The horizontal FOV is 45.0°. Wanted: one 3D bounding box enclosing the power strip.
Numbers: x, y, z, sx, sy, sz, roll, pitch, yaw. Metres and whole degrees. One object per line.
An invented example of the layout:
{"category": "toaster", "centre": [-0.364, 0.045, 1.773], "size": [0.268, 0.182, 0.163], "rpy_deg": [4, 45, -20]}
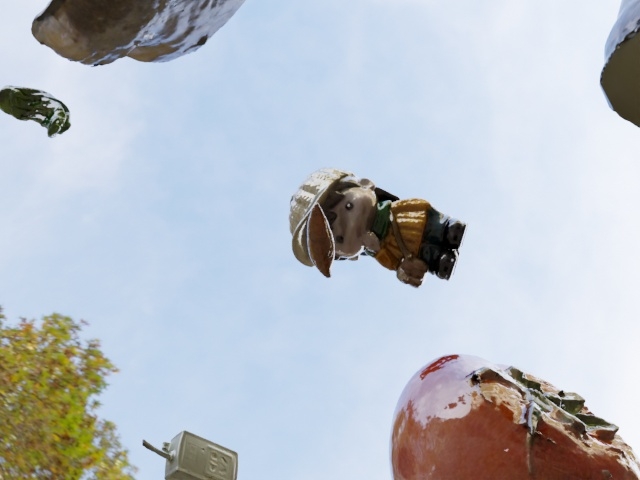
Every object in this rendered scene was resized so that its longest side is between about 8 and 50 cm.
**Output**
{"category": "power strip", "centre": [-0.199, 0.339, 1.184], "size": [0.175, 0.042, 0.075], "rpy_deg": [31, -143, -27]}

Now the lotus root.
{"category": "lotus root", "centre": [-0.058, -0.207, 0.507], "size": [0.078, 0.329, 0.167], "rpy_deg": [52, -137, -8]}

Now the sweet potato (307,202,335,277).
{"category": "sweet potato", "centre": [0.000, 0.000, 0.943], "size": [0.034, 0.034, 0.095], "rpy_deg": [-13, -79, -33]}

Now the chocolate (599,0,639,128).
{"category": "chocolate", "centre": [0.477, -0.260, 0.895], "size": [0.283, 0.283, 0.186], "rpy_deg": [28, -112, -29]}

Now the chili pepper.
{"category": "chili pepper", "centre": [-0.249, -0.115, 0.679], "size": [0.034, 0.091, 0.030], "rpy_deg": [-24, -46, -50]}

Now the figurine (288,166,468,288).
{"category": "figurine", "centre": [0.100, -0.023, 1.446], "size": [0.332, 0.204, 0.185], "rpy_deg": [13, -80, -1]}

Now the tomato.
{"category": "tomato", "centre": [0.236, 0.310, 0.982], "size": [0.341, 0.341, 0.272], "rpy_deg": [21, -78, -31]}
